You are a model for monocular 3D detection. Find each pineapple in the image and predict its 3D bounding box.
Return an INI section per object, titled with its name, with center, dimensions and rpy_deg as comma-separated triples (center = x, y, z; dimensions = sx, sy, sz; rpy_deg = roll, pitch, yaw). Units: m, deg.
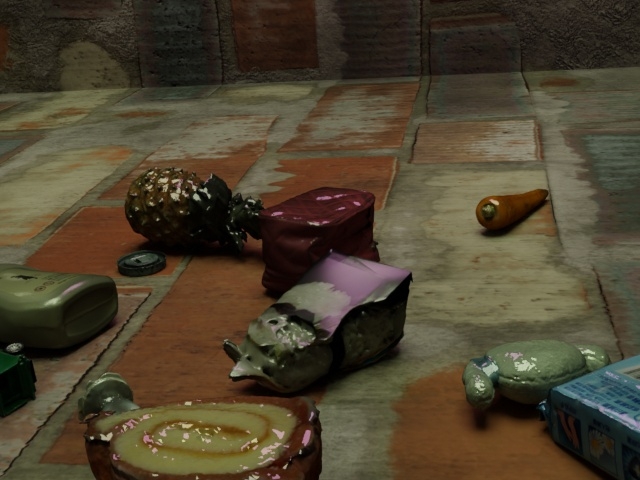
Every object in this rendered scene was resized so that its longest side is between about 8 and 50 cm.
[pineapple]
center = -0.197, -0.048, 1.662
dimensions = 0.310, 0.170, 0.141
rpy_deg = 13, 53, 30

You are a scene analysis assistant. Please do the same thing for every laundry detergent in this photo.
[laundry detergent]
center = -0.439, 0.088, 1.412
dimensions = 0.253, 0.091, 0.181
rpy_deg = 6, 20, 27

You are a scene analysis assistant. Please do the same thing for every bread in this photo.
[bread]
center = -0.110, 0.223, 0.919
dimensions = 0.244, 0.123, 0.190
rpy_deg = 2, 19, 15

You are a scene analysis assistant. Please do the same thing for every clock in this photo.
[clock]
center = -0.305, 0.039, 1.632
dimensions = 0.085, 0.017, 0.085
rpy_deg = -4, 20, 1

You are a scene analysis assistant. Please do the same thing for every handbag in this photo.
[handbag]
center = 0.000, 0.000, 1.512
dimensions = 0.146, 0.135, 0.225
rpy_deg = 5, 17, 27

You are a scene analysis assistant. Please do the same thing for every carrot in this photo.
[carrot]
center = 0.352, -0.062, 1.735
dimensions = 0.061, 0.061, 0.257
rpy_deg = 10, 15, 35

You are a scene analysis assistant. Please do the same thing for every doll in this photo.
[doll]
center = 0.248, 0.151, 1.120
dimensions = 0.214, 0.071, 0.103
rpy_deg = -11, 21, -31

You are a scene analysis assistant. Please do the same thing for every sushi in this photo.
[sushi]
center = -0.005, 0.132, 1.213
dimensions = 0.134, 0.109, 0.273
rpy_deg = 17, 43, 38

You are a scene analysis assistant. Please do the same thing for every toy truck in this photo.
[toy truck]
center = -0.432, 0.168, 1.228
dimensions = 0.147, 0.065, 0.079
rpy_deg = 10, 28, 32

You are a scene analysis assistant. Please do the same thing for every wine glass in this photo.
[wine glass]
center = -0.216, 0.208, 1.065
dimensions = 0.072, 0.072, 0.155
rpy_deg = -15, 22, -28

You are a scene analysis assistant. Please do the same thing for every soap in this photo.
[soap]
center = 0.354, 0.192, 0.955
dimensions = 0.156, 0.077, 0.293
rpy_deg = -13, 16, -19
